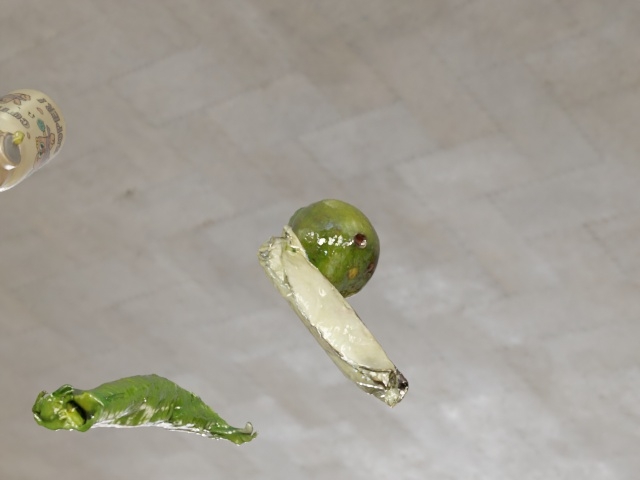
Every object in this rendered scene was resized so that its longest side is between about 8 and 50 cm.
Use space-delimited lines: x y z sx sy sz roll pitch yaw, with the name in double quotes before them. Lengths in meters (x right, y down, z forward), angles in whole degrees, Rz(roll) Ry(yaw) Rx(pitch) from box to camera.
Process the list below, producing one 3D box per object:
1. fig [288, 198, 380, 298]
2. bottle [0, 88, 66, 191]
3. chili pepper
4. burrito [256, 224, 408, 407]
"fig" 0.000 0.000 1.987 0.156 0.123 0.123 41 160 41
"bottle" -0.368 -0.110 1.872 0.110 0.209 0.097 -18 103 16
"chili pepper" -0.177 0.179 1.717 0.084 0.076 0.359 -12 168 22
"burrito" 0.012 0.087 1.740 0.229 0.058 0.063 54 178 4
